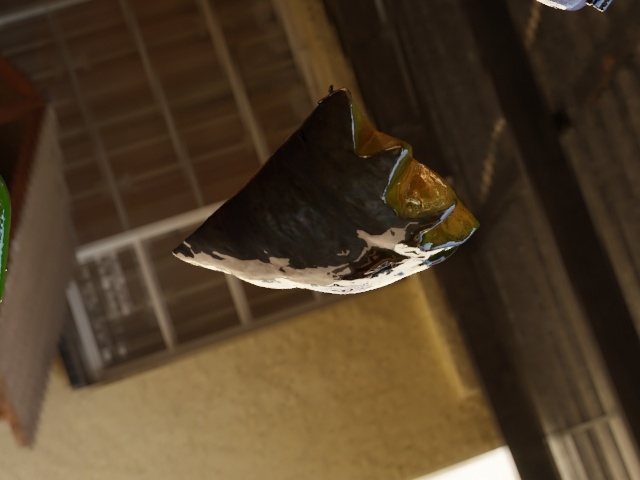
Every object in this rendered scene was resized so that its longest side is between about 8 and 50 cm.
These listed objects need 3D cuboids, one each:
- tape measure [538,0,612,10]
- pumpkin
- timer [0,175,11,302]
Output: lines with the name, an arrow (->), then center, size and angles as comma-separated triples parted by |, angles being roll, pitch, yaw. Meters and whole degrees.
tape measure -> 0.199, -0.289, 1.536 | 0.105, 0.196, 0.178 | -54, -151, 19
pumpkin -> 0.000, 0.000, 1.095 | 0.130, 0.149, 0.254 | 46, -6, -2
timer -> -0.268, 0.000, 1.069 | 0.047, 0.140, 0.128 | -126, -137, -78
